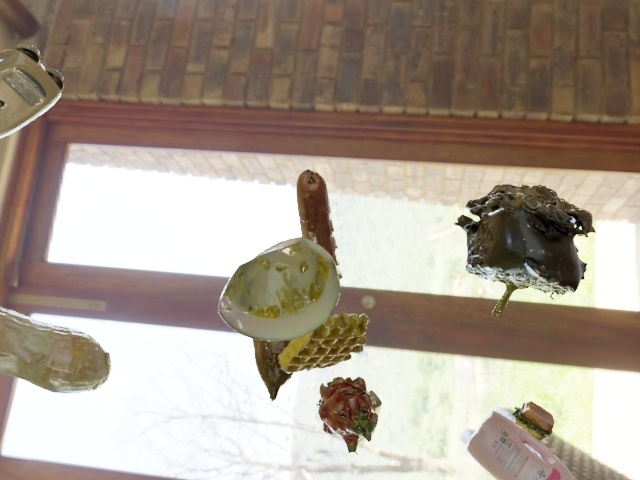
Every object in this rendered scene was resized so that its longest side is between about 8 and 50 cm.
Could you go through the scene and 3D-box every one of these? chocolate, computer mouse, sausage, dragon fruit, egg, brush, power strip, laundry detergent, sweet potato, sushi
[{"bbox_3d":[-0.559,0.214,1.264,0.134,0.309,0.134,-58,18,32],"label":"chocolate"},{"bbox_3d":[-0.643,-0.298,1.325,0.145,0.236,0.082,49,-164,-40],"label":"computer mouse"},{"bbox_3d":[-0.002,0.001,1.601,0.433,0.088,0.088,78,-162,-46],"label":"sausage"},{"bbox_3d":[0.072,0.400,1.479,0.236,0.135,0.137,40,151,59],"label":"dragon fruit"},{"bbox_3d":[-0.090,0.100,1.452,0.162,0.271,0.206,-112,2,-55],"label":"egg"},{"bbox_3d":[0.658,0.192,2.297,0.010,0.083,0.218,-77,5,-56],"label":"brush"},{"bbox_3d":[0.118,0.494,1.795,0.052,0.078,0.272,49,155,27],"label":"power strip"},{"bbox_3d":[0.520,0.563,1.574,0.159,0.335,0.088,-41,-22,-35],"label":"laundry detergent"},{"bbox_3d":[-0.136,0.309,2.008,0.158,0.158,0.369,83,177,-51],"label":"sweet potato"},{"bbox_3d":[0.398,-0.013,1.241,0.225,0.238,0.218,-4,62,64],"label":"sushi"}]

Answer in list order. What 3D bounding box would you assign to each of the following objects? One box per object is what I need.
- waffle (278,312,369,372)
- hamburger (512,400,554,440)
[{"bbox_3d":[0.035,0.257,1.665,0.229,0.219,0.057,-53,47,37],"label":"waffle"},{"bbox_3d":[0.689,0.589,2.121,0.087,0.137,0.166,-59,-20,13],"label":"hamburger"}]
